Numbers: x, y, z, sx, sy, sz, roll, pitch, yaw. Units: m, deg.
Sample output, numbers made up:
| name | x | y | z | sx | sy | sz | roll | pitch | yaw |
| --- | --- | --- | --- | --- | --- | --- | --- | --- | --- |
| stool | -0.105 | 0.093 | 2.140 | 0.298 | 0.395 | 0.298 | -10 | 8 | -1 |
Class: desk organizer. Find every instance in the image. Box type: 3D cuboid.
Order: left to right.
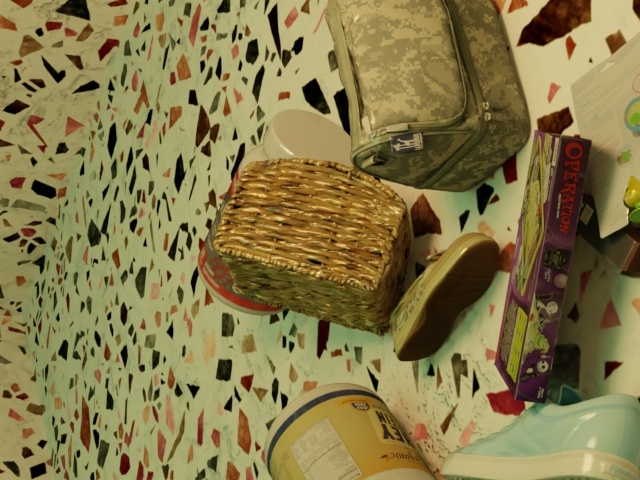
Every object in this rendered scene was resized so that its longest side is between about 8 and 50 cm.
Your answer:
| name | x | y | z | sx | sy | sz | roll | pitch | yaw |
| --- | --- | --- | --- | --- | --- | --- | --- | --- | --- |
| desk organizer | 0.381 | -0.011 | 1.530 | 0.130 | 0.050 | 0.047 | 53 | 130 | 49 |

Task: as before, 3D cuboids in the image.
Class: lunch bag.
| name | x | y | z | sx | sy | sz | roll | pitch | yaw |
| --- | --- | --- | --- | --- | --- | --- | --- | --- | --- |
| lunch bag | 0.141 | -0.234 | 1.776 | 0.212 | 0.256 | 0.305 | -42 | 51 | 51 |

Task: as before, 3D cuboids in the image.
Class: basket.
| name | x | y | z | sx | sy | sz | roll | pitch | yaw |
| --- | --- | --- | --- | --- | --- | --- | --- | --- | --- |
| basket | 0.000 | 0.000 | 1.979 | 0.223 | 0.299 | 0.213 | 71 | -144 | -64 |

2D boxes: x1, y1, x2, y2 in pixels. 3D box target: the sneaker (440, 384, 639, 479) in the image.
| name | x | y | z | sx | sy | sz | roll | pitch | yaw |
| --- | --- | --- | --- | --- | --- | --- | --- | --- | --- |
| sneaker | 0.305 | 0.276 | 1.575 | 0.366 | 0.135 | 0.150 | -18 | 44 | 56 |

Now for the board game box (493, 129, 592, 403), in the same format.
| name | x | y | z | sx | sy | sz | roll | pitch | yaw |
| --- | --- | --- | --- | --- | --- | --- | --- | --- | --- |
| board game box | 0.296 | 0.027 | 1.586 | 0.208 | 0.056 | 0.347 | -110 | 29 | -81 |

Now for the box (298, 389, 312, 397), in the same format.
| name | x | y | z | sx | sy | sz | roll | pitch | yaw |
| --- | --- | --- | --- | --- | --- | --- | --- | --- | --- |
| box | -0.001 | 0.406 | 2.082 | 0.094 | 0.113 | 0.275 | 34 | 117 | 56 |

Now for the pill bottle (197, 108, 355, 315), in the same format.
| name | x | y | z | sx | sy | sz | roll | pitch | yaw |
| --- | --- | --- | --- | --- | --- | --- | --- | --- | --- |
| pill bottle | -0.078 | -0.051 | 2.182 | 0.363 | 0.210 | 0.210 | -62 | 37 | 35 |

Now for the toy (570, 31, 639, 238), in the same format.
| name | x | y | z | sx | sy | sz | roll | pitch | yaw |
| --- | --- | --- | --- | --- | --- | --- | --- | --- | --- |
| toy | 0.401 | -0.130 | 1.502 | 0.137 | 0.056 | 0.237 | -38 | 45 | 47 |

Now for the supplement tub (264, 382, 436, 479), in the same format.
| name | x | y | z | sx | sy | sz | roll | pitch | yaw |
| --- | --- | --- | --- | --- | --- | --- | --- | --- | --- |
| supplement tub | 0.064 | 0.401 | 1.848 | 0.316 | 0.228 | 0.228 | 54 | 131 | 49 |

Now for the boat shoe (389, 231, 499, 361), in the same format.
| name | x | y | z | sx | sy | sz | roll | pitch | yaw |
| --- | --- | --- | --- | --- | --- | --- | --- | --- | --- |
| boat shoe | 0.178 | 0.075 | 1.819 | 0.285 | 0.104 | 0.089 | -58 | 42 | 40 |
